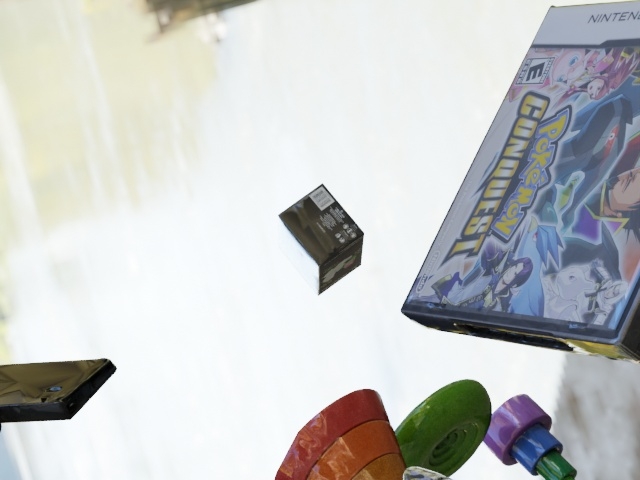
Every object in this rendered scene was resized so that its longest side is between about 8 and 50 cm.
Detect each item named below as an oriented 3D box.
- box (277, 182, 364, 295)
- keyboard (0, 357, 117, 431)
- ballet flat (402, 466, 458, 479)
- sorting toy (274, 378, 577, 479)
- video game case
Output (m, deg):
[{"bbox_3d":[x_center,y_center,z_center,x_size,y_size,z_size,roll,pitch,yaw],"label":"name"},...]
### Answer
[{"bbox_3d":[0.000,0.000,1.635,0.062,0.052,0.083,51,166,16],"label":"box"},{"bbox_3d":[-0.220,0.107,1.111,0.100,0.192,0.038,-41,-59,-60],"label":"keyboard"},{"bbox_3d":[0.087,0.165,1.060,0.114,0.041,0.041,58,162,34],"label":"ballet flat"},{"bbox_3d":[0.121,0.209,1.658,0.126,0.365,0.127,44,116,31],"label":"sorting toy"},{"bbox_3d":[0.193,-0.052,1.318,0.035,0.275,0.248,35,165,-29],"label":"video game case"}]
